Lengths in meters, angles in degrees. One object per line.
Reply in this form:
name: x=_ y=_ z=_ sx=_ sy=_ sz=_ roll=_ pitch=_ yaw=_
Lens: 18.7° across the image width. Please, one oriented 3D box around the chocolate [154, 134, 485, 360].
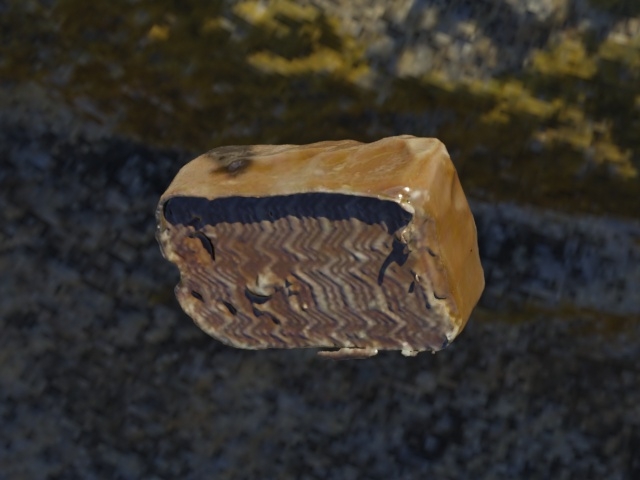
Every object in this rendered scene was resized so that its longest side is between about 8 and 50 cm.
chocolate: x=0.000 y=0.000 z=1.351 sx=0.214 sy=0.093 sz=0.148 roll=2 pitch=126 yaw=28
